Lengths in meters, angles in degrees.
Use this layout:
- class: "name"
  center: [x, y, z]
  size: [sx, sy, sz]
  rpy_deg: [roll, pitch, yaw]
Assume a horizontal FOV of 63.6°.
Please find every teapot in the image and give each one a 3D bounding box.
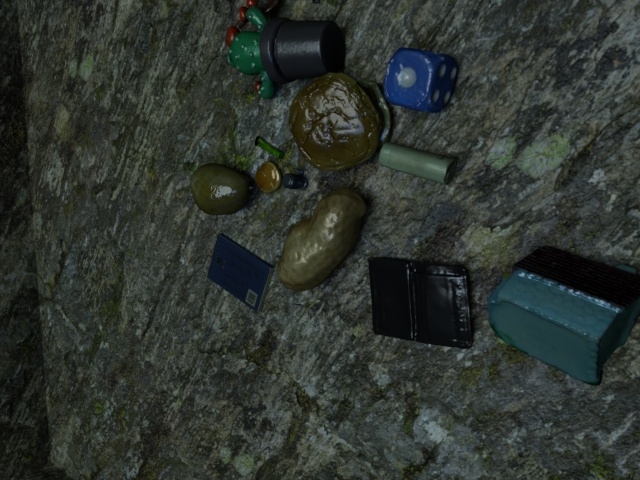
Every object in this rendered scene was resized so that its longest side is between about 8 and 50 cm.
- class: "teapot"
  center: [-0.085, -0.194, 1.639]
  size: [0.049, 0.083, 0.063]
  rpy_deg: [-27, 75, 34]

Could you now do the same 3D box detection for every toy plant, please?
- class: "toy plant"
  center: [-0.132, -0.555, 1.543]
  size: [0.400, 0.185, 0.279]
  rpy_deg: [9, 146, 29]

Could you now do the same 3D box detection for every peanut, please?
- class: "peanut"
  center: [0.000, 0.000, 1.571]
  size: [0.192, 0.170, 0.387]
  rpy_deg: [51, 119, 21]

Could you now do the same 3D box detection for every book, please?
- class: "book"
  center: [-0.297, 0.116, 1.884]
  size: [0.269, 0.025, 0.190]
  rpy_deg: [30, 114, 27]

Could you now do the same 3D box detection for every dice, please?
- class: "dice"
  center: [0.256, -0.408, 1.322]
  size: [0.143, 0.146, 0.146]
  rpy_deg: [25, 113, 31]

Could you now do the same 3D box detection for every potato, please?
- class: "potato"
  center: [-0.338, -0.175, 1.775]
  size: [0.251, 0.159, 0.174]
  rpy_deg: [4, 125, 25]

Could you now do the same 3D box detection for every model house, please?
- class: "model house"
  center: [0.577, 0.139, 1.208]
  size: [0.281, 0.249, 0.230]
  rpy_deg: [27, 153, 40]

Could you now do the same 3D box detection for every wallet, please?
- class: "wallet"
  center: [0.278, 0.174, 1.487]
  size: [0.323, 0.041, 0.247]
  rpy_deg: [2, 100, 38]

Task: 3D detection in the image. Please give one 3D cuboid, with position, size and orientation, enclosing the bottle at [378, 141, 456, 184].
- class: "bottle"
  center: [0.261, -0.211, 1.403]
  size: [0.202, 0.072, 0.072]
  rpy_deg: [22, 111, 29]

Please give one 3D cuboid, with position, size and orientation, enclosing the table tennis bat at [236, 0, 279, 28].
- class: "table tennis bat"
  center: [-0.167, -0.700, 1.641]
  size: [0.170, 0.119, 0.107]
  rpy_deg: [-36, 51, 12]

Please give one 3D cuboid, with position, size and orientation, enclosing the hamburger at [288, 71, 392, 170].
- class: "hamburger"
  center: [0.047, -0.335, 1.469]
  size: [0.285, 0.134, 0.265]
  rpy_deg: [-25, 93, 36]

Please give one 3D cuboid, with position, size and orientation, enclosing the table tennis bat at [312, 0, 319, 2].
- class: "table tennis bat"
  center: [-0.027, -0.769, 1.488]
  size: [0.095, 0.014, 0.158]
  rpy_deg: [14, 131, 35]

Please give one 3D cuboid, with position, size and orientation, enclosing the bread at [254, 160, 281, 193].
- class: "bread"
  center: [-0.176, -0.212, 1.733]
  size: [0.110, 0.024, 0.110]
  rpy_deg: [8, 105, 33]

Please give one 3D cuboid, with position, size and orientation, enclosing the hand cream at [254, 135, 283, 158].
- class: "hand cream"
  center: [-0.174, -0.307, 1.713]
  size: [0.122, 0.023, 0.036]
  rpy_deg: [34, 128, 26]
